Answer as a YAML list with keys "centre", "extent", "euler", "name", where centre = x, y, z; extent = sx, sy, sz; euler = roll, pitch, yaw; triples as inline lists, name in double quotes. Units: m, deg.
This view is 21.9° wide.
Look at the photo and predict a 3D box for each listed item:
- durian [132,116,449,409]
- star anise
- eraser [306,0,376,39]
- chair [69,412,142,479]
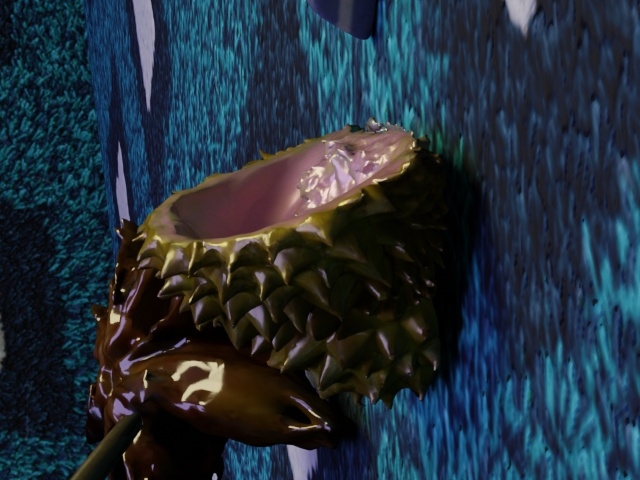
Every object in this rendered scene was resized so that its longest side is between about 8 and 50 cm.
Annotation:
- centre: [-0.002, -0.001, 0.753]
  extent: [0.182, 0.165, 0.132]
  euler: [34, 99, 47]
  name: "durian"
- centre: [-0.072, 0.054, 1.066]
  extent: [0.346, 0.148, 0.237]
  euler: [-122, 50, -72]
  name: "star anise"
- centre: [0.007, -0.204, 0.773]
  extent: [0.082, 0.036, 0.225]
  euler: [-107, 15, -47]
  name: "eraser"
- centre: [-0.092, 0.241, 0.839]
  extent: [0.272, 0.166, 0.188]
  euler: [-54, -26, -55]
  name: "chair"
